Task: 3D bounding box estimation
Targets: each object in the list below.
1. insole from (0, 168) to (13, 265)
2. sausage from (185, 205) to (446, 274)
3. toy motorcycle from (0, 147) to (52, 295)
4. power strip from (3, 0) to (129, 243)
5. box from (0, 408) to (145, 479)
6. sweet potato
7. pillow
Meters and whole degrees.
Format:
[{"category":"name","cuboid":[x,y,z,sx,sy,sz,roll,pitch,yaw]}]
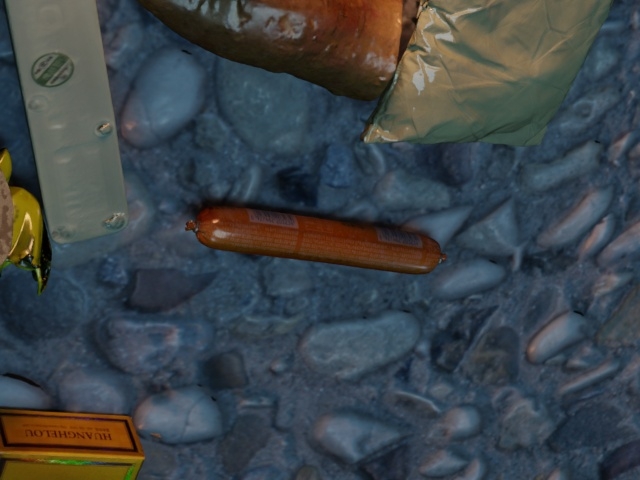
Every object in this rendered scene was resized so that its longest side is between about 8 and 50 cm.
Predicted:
[{"category":"insole","cuboid":[-0.356,-0.064,1.756,0.065,0.006,0.193,-11,88,-15]},{"category":"sausage","cuboid":[0.000,0.000,2.013,0.348,0.053,0.053,8,124,-28]},{"category":"toy motorcycle","cuboid":[-0.415,0.045,1.819,0.206,0.142,0.342,35,93,-16]},{"category":"power strip","cuboid":[-0.267,-0.161,1.766,0.091,0.062,0.385,-13,132,-11]},{"category":"box","cuboid":[-0.360,0.349,2.135,0.193,0.084,0.301,7,125,-27]},{"category":"sweet potato","cuboid":[-0.061,-0.238,1.747,0.336,0.131,0.131,14,121,-33]},{"category":"pillow","cuboid":[0.202,-0.218,1.869,0.274,0.076,0.281,-3,128,-39]}]
